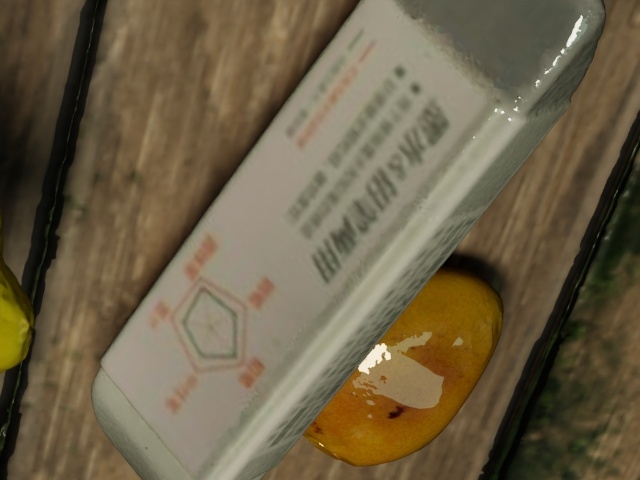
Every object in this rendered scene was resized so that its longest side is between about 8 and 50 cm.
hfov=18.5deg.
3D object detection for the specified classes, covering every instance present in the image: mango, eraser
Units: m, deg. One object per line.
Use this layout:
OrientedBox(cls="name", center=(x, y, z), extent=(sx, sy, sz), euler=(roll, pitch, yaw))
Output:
OrientedBox(cls="mango", center=(0.034, 0.055, 0.914), extent=(0.114, 0.060, 0.080), euler=(-29, 111, 18))
OrientedBox(cls="eraser", center=(0.000, 0.000, 0.841), extent=(0.061, 0.089, 0.352), euler=(-15, 149, -55))

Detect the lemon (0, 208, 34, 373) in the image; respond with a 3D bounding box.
OrientedBox(cls="lemon", center=(-0.231, 0.002, 0.759), extent=(0.248, 0.184, 0.184), euler=(11, 129, 9))
